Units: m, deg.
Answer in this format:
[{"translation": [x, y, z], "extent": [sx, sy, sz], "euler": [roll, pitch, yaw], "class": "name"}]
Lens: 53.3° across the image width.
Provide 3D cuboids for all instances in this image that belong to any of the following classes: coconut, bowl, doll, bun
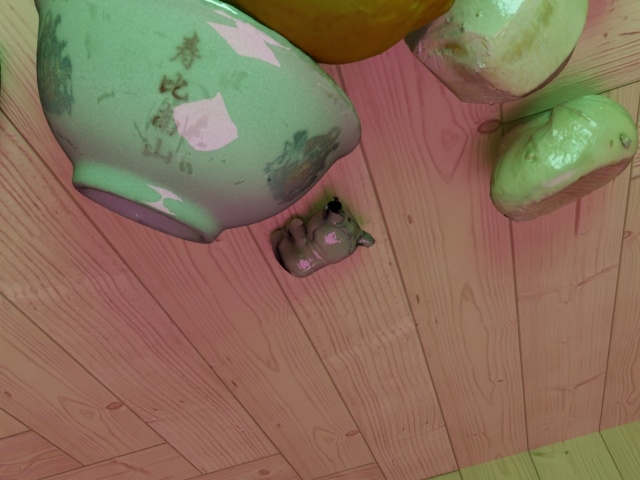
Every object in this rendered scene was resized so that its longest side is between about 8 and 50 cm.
[{"translation": [0.222, -0.302, 0.852], "extent": [0.241, 0.241, 0.241], "euler": [-7, 137, -6], "class": "coconut"}, {"translation": [-0.182, -0.117, 0.794], "extent": [0.435, 0.195, 0.435], "euler": [20, 169, 4], "class": "bowl"}, {"translation": [0.000, 0.000, 1.208], "extent": [0.192, 0.095, 0.149], "euler": [-32, 132, 24], "class": "doll"}, {"translation": [0.407, -0.148, 1.096], "extent": [0.259, 0.160, 0.259], "euler": [-21, 161, -8], "class": "bun"}]

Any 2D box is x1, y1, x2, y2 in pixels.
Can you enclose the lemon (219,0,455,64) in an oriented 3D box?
[{"translation": [0.003, -0.357, 0.660], "extent": [0.348, 0.348, 0.348], "euler": [-7, 137, -6], "class": "lemon"}]
